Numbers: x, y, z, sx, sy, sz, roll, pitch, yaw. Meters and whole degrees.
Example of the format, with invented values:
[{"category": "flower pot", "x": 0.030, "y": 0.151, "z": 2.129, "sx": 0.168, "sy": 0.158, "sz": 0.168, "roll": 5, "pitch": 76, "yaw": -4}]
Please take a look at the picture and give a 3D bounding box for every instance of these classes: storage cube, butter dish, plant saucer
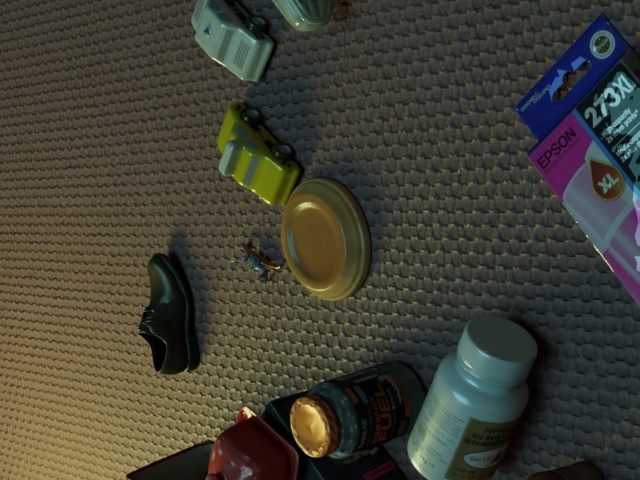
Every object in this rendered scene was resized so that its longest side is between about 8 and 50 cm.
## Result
[{"category": "storage cube", "x": -0.211, "y": 0.494, "z": 2.348, "sx": 0.184, "sy": 0.215, "sz": 0.193, "roll": 15, "pitch": 117, "yaw": 47}, {"category": "butter dish", "x": -0.123, "y": 0.362, "z": 2.050, "sx": 0.160, "sy": 0.118, "sz": 0.160, "roll": 37, "pitch": 126, "yaw": 41}, {"category": "plant saucer", "x": 0.000, "y": 0.000, "z": 2.097, "sx": 0.200, "sy": 0.037, "sz": 0.200, "roll": 16, "pitch": 111, "yaw": 48}]

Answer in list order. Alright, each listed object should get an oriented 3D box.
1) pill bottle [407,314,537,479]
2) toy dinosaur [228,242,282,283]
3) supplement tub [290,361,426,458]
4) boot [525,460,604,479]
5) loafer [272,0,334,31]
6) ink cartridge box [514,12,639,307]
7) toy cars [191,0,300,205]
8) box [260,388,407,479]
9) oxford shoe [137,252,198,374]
[{"category": "pill bottle", "x": 0.213, "y": 0.223, "z": 1.827, "sx": 0.131, "sy": 0.131, "sz": 0.229, "roll": 43, "pitch": 130, "yaw": 35}, {"category": "toy dinosaur", "x": -0.107, "y": 0.032, "z": 2.249, "sx": 0.090, "sy": 0.047, "sz": 0.082, "roll": -29, "pitch": 65, "yaw": 16}, {"category": "supplement tub", "x": 0.055, "y": 0.255, "z": 1.976, "sx": 0.117, "sy": 0.190, "sz": 0.117, "roll": 17, "pitch": 113, "yaw": 47}, {"category": "boot", "x": 0.262, "y": 0.432, "z": 1.753, "sx": 0.109, "sy": 0.220, "sz": 0.283, "roll": 40, "pitch": 128, "yaw": 36}, {"category": "loafer", "x": -0.069, "y": -0.441, "z": 2.015, "sx": 0.111, "sy": 0.112, "sz": 0.319, "roll": -50, "pitch": 54, "yaw": 50}, {"category": "ink cartridge box", "x": 0.374, "y": -0.083, "z": 1.591, "sx": 0.176, "sy": 0.069, "sz": 0.371, "roll": -49, "pitch": 60, "yaw": 33}, {"category": "toy cars", "x": -0.142, "y": -0.240, "z": 2.164, "sx": 0.176, "sy": 0.087, "sz": 0.393, "roll": -11, "pitch": 91, "yaw": 50}, {"category": "box", "x": 0.013, "y": 0.386, "z": 2.099, "sx": 0.270, "sy": 0.143, "sz": 0.165, "roll": 51, "pitch": 134, "yaw": 29}, {"category": "oxford shoe", "x": -0.290, "y": 0.136, "z": 2.435, "sx": 0.083, "sy": 0.096, "sz": 0.227, "roll": -13, "pitch": 88, "yaw": 53}]
